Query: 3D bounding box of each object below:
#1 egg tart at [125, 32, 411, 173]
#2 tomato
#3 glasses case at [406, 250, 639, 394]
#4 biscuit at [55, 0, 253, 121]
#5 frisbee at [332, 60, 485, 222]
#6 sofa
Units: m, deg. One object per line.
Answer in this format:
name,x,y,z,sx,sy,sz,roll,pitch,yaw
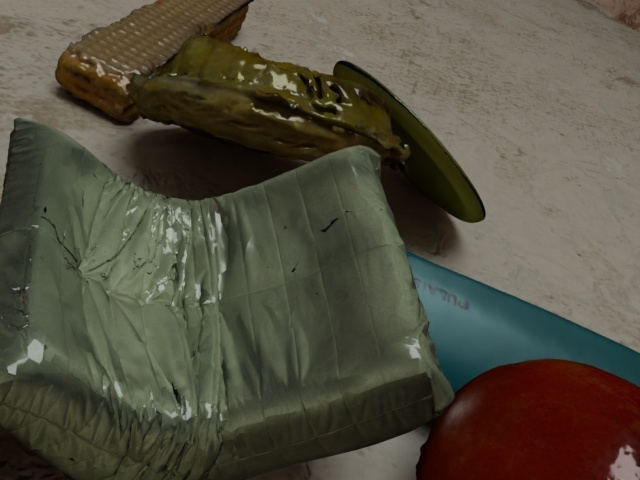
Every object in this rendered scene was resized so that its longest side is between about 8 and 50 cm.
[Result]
egg tart,-0.043,-0.128,0.712,0.278,0.095,0.279,13,4,-1
tomato,0.182,0.176,0.463,0.233,0.140,0.200,30,56,0
glasses case,0.179,0.113,0.602,0.300,0.070,0.117,23,72,-3
biscuit,-0.186,-0.246,0.900,0.094,0.054,0.379,25,34,0
frisbee,0.092,-0.103,0.811,0.236,0.017,0.236,47,-1,1
sofa,-0.057,0.020,0.444,0.225,0.176,0.210,-15,48,6
